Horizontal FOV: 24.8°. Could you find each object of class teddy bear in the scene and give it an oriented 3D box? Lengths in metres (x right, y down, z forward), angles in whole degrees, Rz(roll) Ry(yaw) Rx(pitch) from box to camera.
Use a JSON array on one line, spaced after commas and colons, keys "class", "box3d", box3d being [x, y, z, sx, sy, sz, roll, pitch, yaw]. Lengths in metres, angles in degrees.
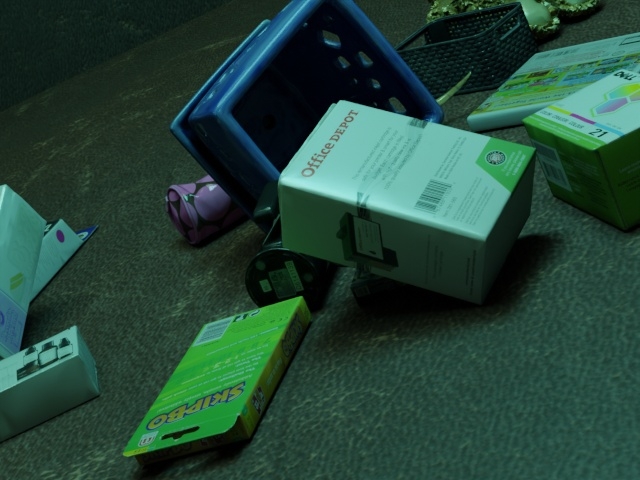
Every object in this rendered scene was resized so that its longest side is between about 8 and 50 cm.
[{"class": "teddy bear", "box3d": [0.286, -0.366, 2.275, 0.338, 0.113, 0.245, 7, 42, 44]}]

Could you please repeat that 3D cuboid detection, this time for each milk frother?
[{"class": "milk frother", "box3d": [0.000, 0.000, 1.603, 0.143, 0.129, 0.135, 2, 27, 11]}]

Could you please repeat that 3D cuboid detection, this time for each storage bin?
[{"class": "storage bin", "box3d": [0.211, -0.273, 2.114, 0.180, 0.084, 0.122, -5, 27, 46]}]

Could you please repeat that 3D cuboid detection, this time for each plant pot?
[{"class": "plant pot", "box3d": [-0.030, -0.145, 1.784, 0.236, 0.236, 0.212, -51, 20, -19]}]

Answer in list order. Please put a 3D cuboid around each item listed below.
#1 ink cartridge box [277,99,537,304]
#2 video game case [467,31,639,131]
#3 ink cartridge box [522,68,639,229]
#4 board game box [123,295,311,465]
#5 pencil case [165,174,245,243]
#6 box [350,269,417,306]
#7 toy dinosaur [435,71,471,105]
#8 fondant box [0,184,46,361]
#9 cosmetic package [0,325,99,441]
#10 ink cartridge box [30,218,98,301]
[{"class": "ink cartridge box", "box3d": [0.087, -0.043, 1.464, 0.219, 0.092, 0.160, 16, 43, 19]}, {"class": "video game case", "box3d": [0.331, -0.209, 1.886, 0.227, 0.026, 0.206, -6, 26, 41]}, {"class": "ink cartridge box", "box3d": [0.367, -0.126, 1.506, 0.255, 0.097, 0.189, -28, 19, -7]}, {"class": "board game box", "box3d": [-0.099, 0.141, 1.453, 0.124, 0.039, 0.259, -17, 17, 22]}, {"class": "pencil case", "box3d": [-0.117, -0.081, 1.988, 0.209, 0.095, 0.098, -32, 55, -27]}, {"class": "box", "box3d": [0.104, 0.020, 1.541, 0.137, 0.027, 0.094, -18, 21, 19]}, {"class": "toy dinosaur", "box3d": [0.112, -0.143, 1.947, 0.112, 0.064, 0.211, 9, 46, 37]}, {"class": "fondant box", "box3d": [-0.532, 0.082, 1.891, 0.330, 0.096, 0.238, -15, 50, 24]}, {"class": "cosmetic package", "box3d": [-0.370, 0.183, 1.633, 0.239, 0.060, 0.099, -26, 18, -4]}, {"class": "ink cartridge box", "box3d": [-0.471, 0.058, 2.099, 0.176, 0.069, 0.371, -16, 18, 22]}]
